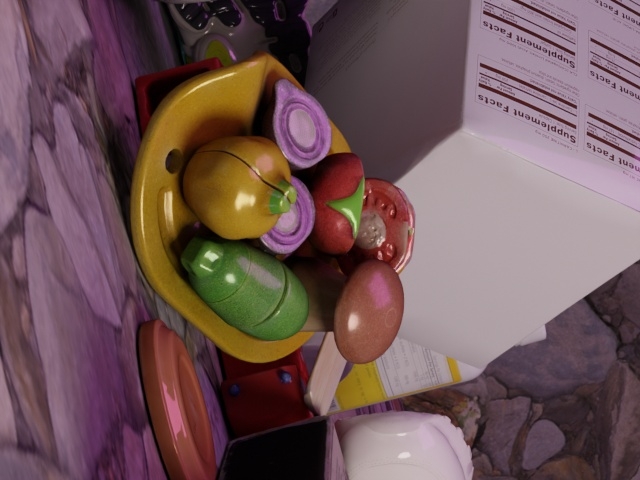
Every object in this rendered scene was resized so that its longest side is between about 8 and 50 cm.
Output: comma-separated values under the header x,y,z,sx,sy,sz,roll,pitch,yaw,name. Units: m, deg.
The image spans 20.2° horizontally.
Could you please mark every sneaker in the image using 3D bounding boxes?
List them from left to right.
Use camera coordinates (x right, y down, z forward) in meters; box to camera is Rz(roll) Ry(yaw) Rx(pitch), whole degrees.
x,y,z,sx,sy,sz,roll,pitch,yaw,name
-0.060,-0.139,1.190,0.110,0.107,0.275,169,-89,-74,sneaker
0.038,0.185,0.999,0.235,0.090,0.095,91,2,-47,sneaker

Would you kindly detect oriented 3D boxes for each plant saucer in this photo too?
x,y,z,sx,sy,sz,roll,pitch,yaw,name
-0.060,0.074,0.770,0.083,0.013,0.083,-15,90,-86,plant saucer

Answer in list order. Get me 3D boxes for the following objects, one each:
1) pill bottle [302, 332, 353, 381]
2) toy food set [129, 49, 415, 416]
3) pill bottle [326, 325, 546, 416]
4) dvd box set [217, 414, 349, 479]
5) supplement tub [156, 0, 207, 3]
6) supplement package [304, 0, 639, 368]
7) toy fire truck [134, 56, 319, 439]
x,y,z,sx,sy,sz,roll,pitch,yaw,name
-0.022,0.030,1.088,0.067,0.067,0.120,69,7,-58,pill bottle
0.000,0.000,0.855,0.218,0.071,0.128,45,65,-51,toy food set
0.052,0.053,1.193,0.103,0.184,0.103,-15,90,-87,pill bottle
0.032,0.314,0.808,0.307,0.062,0.420,-81,155,-81,dvd box set
-0.048,-0.282,0.989,0.191,0.191,0.272,-45,120,-86,supplement tub
0.094,-0.070,1.048,0.194,0.149,0.203,-41,-146,48,supplement package
-0.046,0.014,0.953,0.135,0.047,0.192,63,14,-71,toy fire truck
